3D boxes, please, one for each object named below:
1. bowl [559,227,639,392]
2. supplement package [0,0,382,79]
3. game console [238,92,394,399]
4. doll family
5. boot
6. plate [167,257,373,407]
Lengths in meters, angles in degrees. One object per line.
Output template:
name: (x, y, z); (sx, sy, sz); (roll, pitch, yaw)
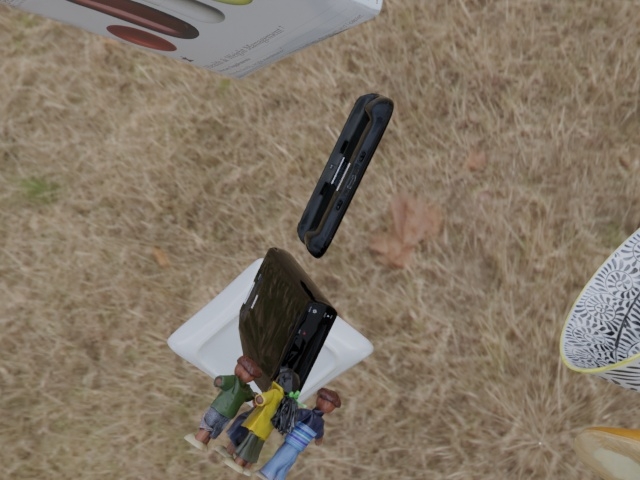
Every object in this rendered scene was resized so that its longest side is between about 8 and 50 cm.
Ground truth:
bowl: (0.245, 0.045, 0.611); (0.080, 0.170, 0.170); (42, 90, -7)
supplement package: (-0.087, -0.222, 0.633); (0.203, 0.194, 0.149); (13, 78, -30)
game console: (0.000, 0.000, 1.095); (0.044, 0.213, 0.361); (22, 100, -20)
doll family: (-0.046, 0.170, 0.907); (0.076, 0.193, 0.111); (29, 80, 21)
boot: (0.561, 0.309, 1.506); (0.295, 0.104, 0.211); (17, 38, 13)
plate: (-0.093, 0.198, 1.698); (0.277, 0.045, 0.278); (40, 118, -18)
